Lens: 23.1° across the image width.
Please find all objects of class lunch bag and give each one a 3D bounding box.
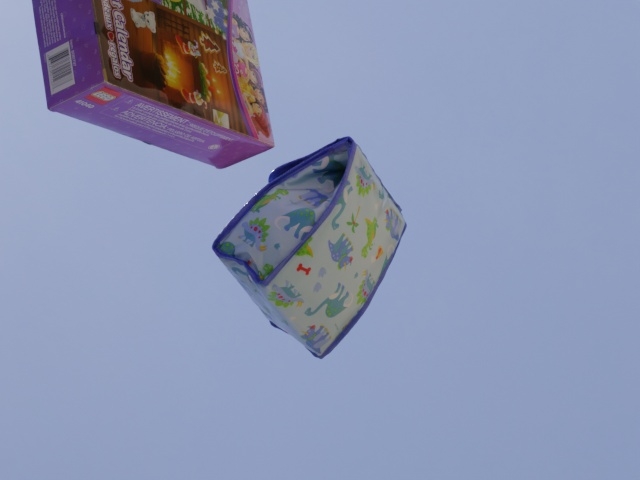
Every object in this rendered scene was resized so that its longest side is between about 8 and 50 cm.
[{"bbox_3d":[0.000,0.000,1.342,0.151,0.096,0.129,-47,-40,-10],"label":"lunch bag"}]

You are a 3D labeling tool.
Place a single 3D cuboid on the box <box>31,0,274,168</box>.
[{"bbox_3d":[-0.135,-0.214,1.162,0.201,0.057,0.293,17,-123,-56],"label":"box"}]
